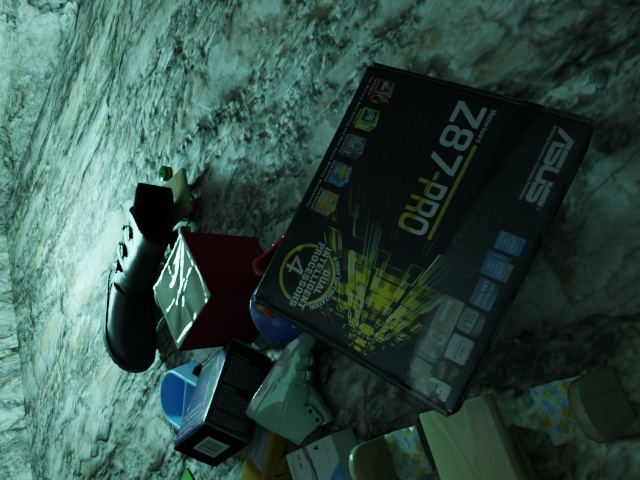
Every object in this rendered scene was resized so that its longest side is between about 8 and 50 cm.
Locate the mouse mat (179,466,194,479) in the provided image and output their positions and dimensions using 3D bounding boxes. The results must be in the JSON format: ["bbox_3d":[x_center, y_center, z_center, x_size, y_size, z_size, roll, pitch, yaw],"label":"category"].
[{"bbox_3d":[-0.357,0.729,1.309,0.152,0.007,0.190,41,117,40],"label":"mouse mat"}]

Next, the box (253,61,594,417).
[{"bbox_3d":[0.127,-0.019,0.671,0.318,0.097,0.395,27,88,26],"label":"box"}]

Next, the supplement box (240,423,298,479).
[{"bbox_3d":[-0.111,0.477,1.022,0.080,0.078,0.234,27,105,47],"label":"supplement box"}]

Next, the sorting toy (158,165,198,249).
[{"bbox_3d":[-0.392,-0.106,1.374,0.132,0.046,0.275,-30,66,41],"label":"sorting toy"}]

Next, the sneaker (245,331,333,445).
[{"bbox_3d":[-0.018,0.270,0.952,0.151,0.094,0.256,32,91,7],"label":"sneaker"}]

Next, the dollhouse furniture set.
[{"bbox_3d":[0.212,0.395,0.565,0.362,0.256,0.394,-35,63,38],"label":"dollhouse furniture set"}]

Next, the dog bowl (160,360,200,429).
[{"bbox_3d":[-0.316,0.414,1.241,0.297,0.074,0.166,7,92,45],"label":"dog bowl"}]

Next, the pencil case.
[{"bbox_3d":[0.025,0.074,0.832,0.306,0.133,0.119,-30,46,21],"label":"pencil case"}]

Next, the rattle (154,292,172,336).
[{"bbox_3d":[-0.393,0.145,1.330,0.143,0.130,0.200,56,142,38],"label":"rattle"}]

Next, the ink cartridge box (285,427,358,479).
[{"bbox_3d":[0.001,0.437,0.920,0.180,0.060,0.104,-41,60,36],"label":"ink cartridge box"}]

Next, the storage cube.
[{"bbox_3d":[-0.226,0.112,1.084,0.184,0.193,0.215,-55,51,28],"label":"storage cube"}]

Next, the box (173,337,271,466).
[{"bbox_3d":[-0.205,0.343,1.039,0.153,0.108,0.207,-45,21,34],"label":"box"}]

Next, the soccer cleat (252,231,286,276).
[{"bbox_3d":[0.000,0.000,0.911,0.318,0.116,0.109,-33,64,40],"label":"soccer cleat"}]

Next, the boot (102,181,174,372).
[{"bbox_3d":[-0.495,0.113,1.365,0.445,0.146,0.367,-50,54,38],"label":"boot"}]
